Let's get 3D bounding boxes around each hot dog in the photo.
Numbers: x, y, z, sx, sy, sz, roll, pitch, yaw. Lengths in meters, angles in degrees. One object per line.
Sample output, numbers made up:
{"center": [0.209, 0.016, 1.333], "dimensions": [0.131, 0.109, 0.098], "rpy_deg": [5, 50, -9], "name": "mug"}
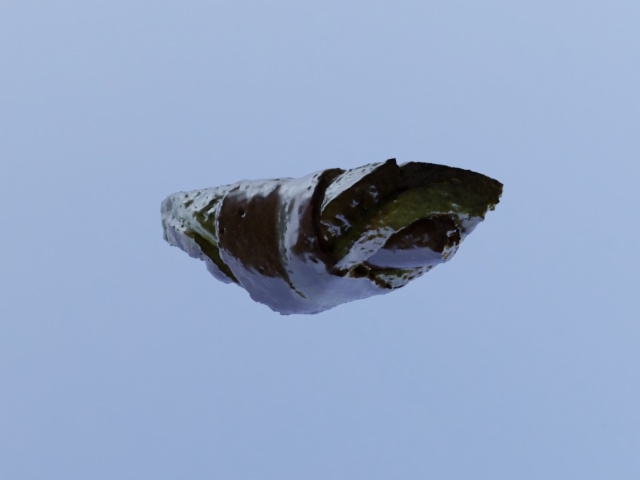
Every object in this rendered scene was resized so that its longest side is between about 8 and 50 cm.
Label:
{"center": [-0.003, 0.004, 1.140], "dimensions": [0.123, 0.261, 0.093], "rpy_deg": [12, -104, -50], "name": "hot dog"}
